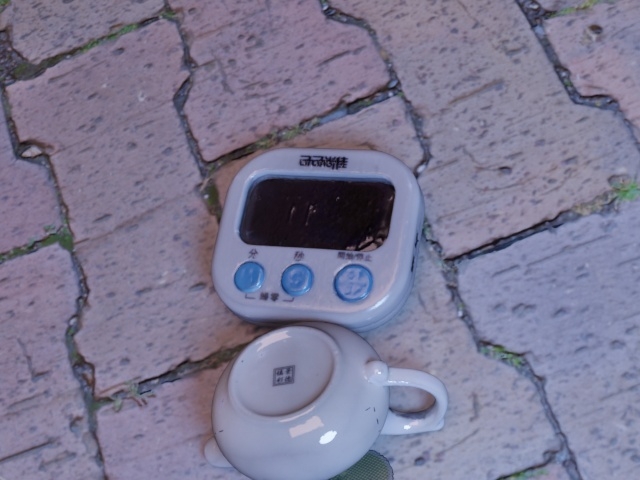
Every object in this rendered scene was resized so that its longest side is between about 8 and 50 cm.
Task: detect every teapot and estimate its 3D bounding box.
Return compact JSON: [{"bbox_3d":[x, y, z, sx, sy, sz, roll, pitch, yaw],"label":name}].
[{"bbox_3d":[-0.002,0.194,1.379,0.300,0.166,0.208,-2,35,8],"label":"teapot"}]

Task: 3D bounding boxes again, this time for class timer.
[{"bbox_3d":[0.000,0.000,1.505,0.262,0.087,0.237,3,66,18],"label":"timer"}]

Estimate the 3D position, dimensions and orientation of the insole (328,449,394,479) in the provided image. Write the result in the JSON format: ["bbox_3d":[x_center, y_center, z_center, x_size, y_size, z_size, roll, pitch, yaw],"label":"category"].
[{"bbox_3d":[-0.066,0.323,1.408,0.322,0.007,0.109,-19,60,6],"label":"insole"}]
